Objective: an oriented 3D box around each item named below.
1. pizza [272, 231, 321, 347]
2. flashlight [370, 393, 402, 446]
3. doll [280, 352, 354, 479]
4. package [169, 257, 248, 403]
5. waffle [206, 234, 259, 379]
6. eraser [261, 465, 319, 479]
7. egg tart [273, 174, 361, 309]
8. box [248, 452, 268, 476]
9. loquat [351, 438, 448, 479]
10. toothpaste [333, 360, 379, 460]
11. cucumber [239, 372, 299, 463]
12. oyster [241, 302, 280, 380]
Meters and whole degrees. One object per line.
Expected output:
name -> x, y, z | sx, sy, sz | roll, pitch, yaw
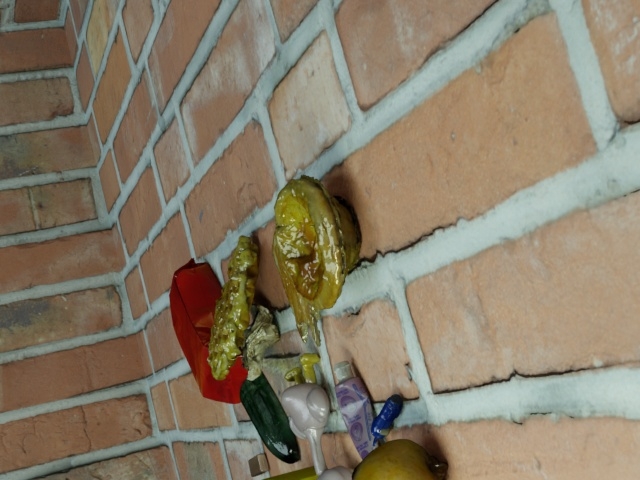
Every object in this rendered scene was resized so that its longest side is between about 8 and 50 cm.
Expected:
pizza -> -0.036, 0.083, 1.834 | 0.181, 0.034, 0.262 | 134, 122, -65
flashlight -> 0.113, 0.299, 1.583 | 0.121, 0.035, 0.057 | 112, 175, -46
doll -> 0.003, 0.407, 1.826 | 0.160, 0.094, 0.365 | -55, 51, 51
package -> -0.287, 0.235, 2.411 | 0.423, 0.123, 0.196 | -124, 29, -47
waffle -> -0.193, 0.149, 2.086 | 0.302, 0.068, 0.324 | 140, 144, -75
eraser -> -0.052, 0.513, 1.974 | 0.097, 0.122, 0.045 | 164, 96, -67
egg tart -> 0.000, 0.000, 1.614 | 0.241, 0.106, 0.241 | 41, 138, 52
box -> -0.158, 0.572, 2.393 | 0.115, 0.025, 0.048 | 129, 131, -63
loquat -> 0.120, 0.380, 1.451 | 0.137, 0.163, 0.163 | 56, 150, 26
toothpaste -> 0.085, 0.356, 1.658 | 0.075, 0.048, 0.301 | 122, 132, -61
cucumber -> -0.119, 0.423, 2.180 | 0.244, 0.063, 0.115 | 48, 144, 49
oyster -> -0.137, 0.227, 2.084 | 0.163, 0.081, 0.191 | 127, 160, -58
